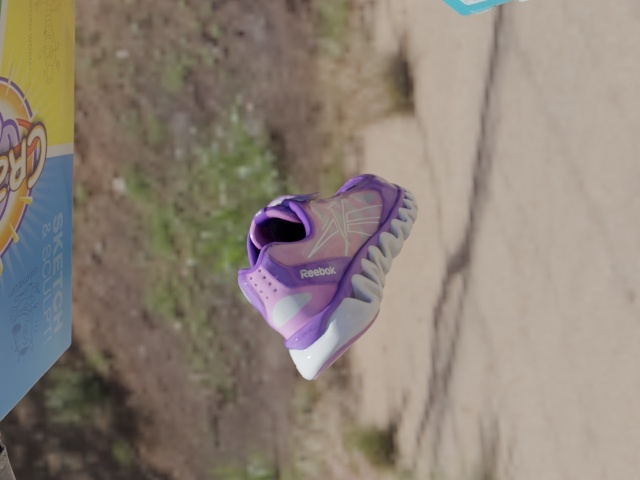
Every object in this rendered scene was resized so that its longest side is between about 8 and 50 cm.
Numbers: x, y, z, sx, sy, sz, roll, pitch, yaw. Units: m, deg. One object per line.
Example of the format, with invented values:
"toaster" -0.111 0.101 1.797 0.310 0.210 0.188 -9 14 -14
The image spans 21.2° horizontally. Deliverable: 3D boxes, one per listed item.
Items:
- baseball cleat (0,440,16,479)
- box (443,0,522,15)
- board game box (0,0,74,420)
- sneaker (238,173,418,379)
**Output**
"baseball cleat" -0.279 0.138 1.358 0.206 0.109 0.072 57 -160 -19
"box" 0.145 -0.260 1.058 0.100 0.060 0.244 -4 56 62
"board game box" -0.191 -0.049 0.831 0.242 0.064 0.316 -57 -27 -65
"sneaker" 0.000 0.000 1.270 0.095 0.104 0.236 -47 9 28
